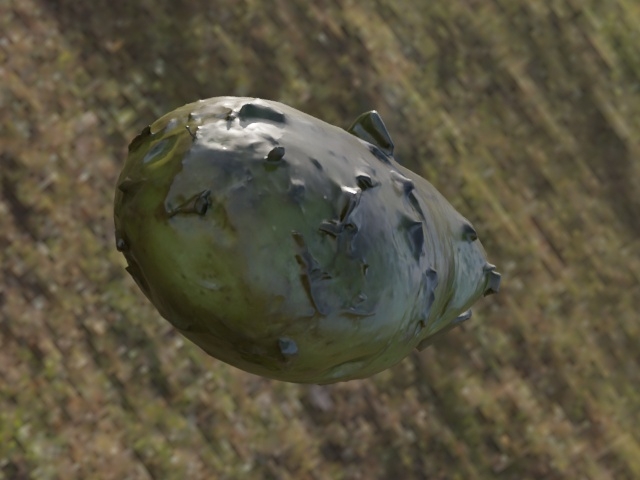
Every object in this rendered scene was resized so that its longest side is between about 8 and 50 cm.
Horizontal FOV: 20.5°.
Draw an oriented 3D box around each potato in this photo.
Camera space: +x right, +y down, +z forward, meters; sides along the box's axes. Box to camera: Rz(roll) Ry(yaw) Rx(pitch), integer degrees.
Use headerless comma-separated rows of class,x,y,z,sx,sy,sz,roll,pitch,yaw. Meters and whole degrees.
potato,0.000,0.000,0.657,0.117,0.090,0.225,48,15,18
